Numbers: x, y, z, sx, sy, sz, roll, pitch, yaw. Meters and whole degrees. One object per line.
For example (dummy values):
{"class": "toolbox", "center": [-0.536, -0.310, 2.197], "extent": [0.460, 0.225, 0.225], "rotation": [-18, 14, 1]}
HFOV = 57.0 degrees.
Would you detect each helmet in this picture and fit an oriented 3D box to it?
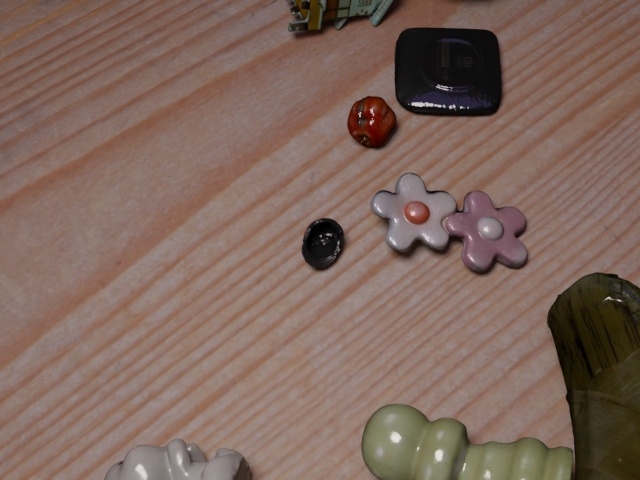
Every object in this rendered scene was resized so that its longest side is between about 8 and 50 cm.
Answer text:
{"class": "helmet", "center": [-0.001, 0.001, 0.971], "extent": [0.065, 0.049, 0.084], "rotation": [25, 93, -15]}

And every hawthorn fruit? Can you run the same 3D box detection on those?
{"class": "hawthorn fruit", "center": [0.090, -0.209, 1.053], "extent": [0.093, 0.093, 0.093], "rotation": [-4, 61, 7]}

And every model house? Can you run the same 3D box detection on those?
{"class": "model house", "center": [0.021, -0.560, 1.188], "extent": [0.215, 0.198, 0.224], "rotation": [-10, 58, -16]}

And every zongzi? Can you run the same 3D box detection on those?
{"class": "zongzi", "center": [0.325, 0.187, 0.683], "extent": [0.360, 0.160, 0.323], "rotation": [0, 48, -33]}

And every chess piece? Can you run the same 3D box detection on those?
{"class": "chess piece", "center": [0.172, 0.289, 0.748], "extent": [0.251, 0.144, 0.144], "rotation": [14, 65, 23]}

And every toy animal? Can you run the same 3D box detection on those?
{"class": "toy animal", "center": [-0.189, 0.353, 0.768], "extent": [0.193, 0.127, 0.179], "rotation": [-7, 63, 2]}

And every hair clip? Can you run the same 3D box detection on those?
{"class": "hair clip", "center": [0.206, -0.026, 0.946], "extent": [0.257, 0.075, 0.146], "rotation": [13, 60, 10]}

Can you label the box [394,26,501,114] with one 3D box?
{"class": "box", "center": [0.238, -0.325, 1.114], "extent": [0.201, 0.042, 0.213], "rotation": [3, 63, 8]}
